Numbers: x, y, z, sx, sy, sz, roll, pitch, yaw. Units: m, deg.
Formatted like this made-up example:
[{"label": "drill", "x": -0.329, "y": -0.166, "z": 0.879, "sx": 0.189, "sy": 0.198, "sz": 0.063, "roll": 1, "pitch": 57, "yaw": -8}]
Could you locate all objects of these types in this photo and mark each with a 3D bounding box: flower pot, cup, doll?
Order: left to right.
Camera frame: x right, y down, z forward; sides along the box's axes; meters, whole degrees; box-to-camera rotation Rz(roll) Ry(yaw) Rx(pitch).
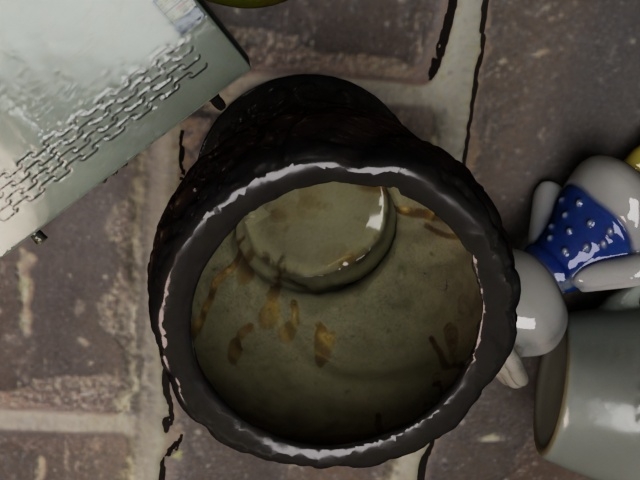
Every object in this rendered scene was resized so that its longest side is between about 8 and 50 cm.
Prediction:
[{"label": "flower pot", "x": 0.000, "y": 0.000, "z": 1.055, "sx": 0.266, "sy": 0.267, "sz": 0.267, "roll": -3, "pitch": 116, "yaw": -5}, {"label": "doll", "x": 0.199, "y": 0.021, "z": 1.148, "sx": 0.293, "sy": 0.138, "sz": 0.119, "roll": -40, "pitch": 147, "yaw": -9}, {"label": "cup", "x": 0.323, "y": 0.108, "z": 1.209, "sx": 0.234, "sy": 0.186, "sz": 0.258, "roll": 10, "pitch": 83, "yaw": -1}]

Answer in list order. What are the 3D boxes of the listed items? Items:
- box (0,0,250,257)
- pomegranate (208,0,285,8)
[{"label": "box", "x": -0.214, "y": -0.130, "z": 1.093, "sx": 0.270, "sy": 0.045, "sz": 0.211, "roll": -37, "pitch": 113, "yaw": 10}, {"label": "pomegranate", "x": -0.082, "y": -0.259, "z": 0.980, "sx": 0.209, "sy": 0.180, "sz": 0.180, "roll": 0, "pitch": 115, "yaw": -3}]
